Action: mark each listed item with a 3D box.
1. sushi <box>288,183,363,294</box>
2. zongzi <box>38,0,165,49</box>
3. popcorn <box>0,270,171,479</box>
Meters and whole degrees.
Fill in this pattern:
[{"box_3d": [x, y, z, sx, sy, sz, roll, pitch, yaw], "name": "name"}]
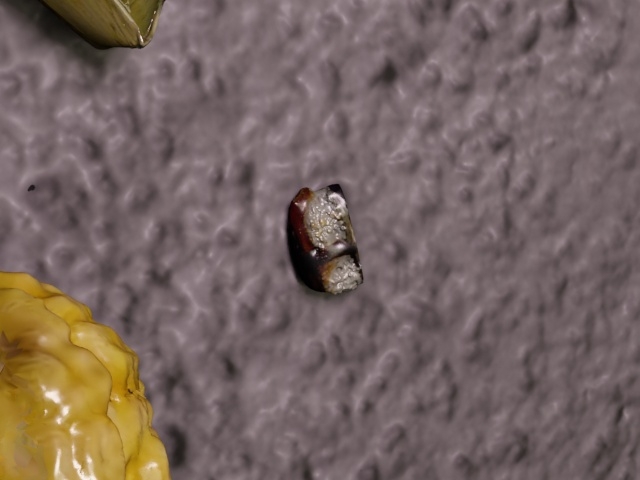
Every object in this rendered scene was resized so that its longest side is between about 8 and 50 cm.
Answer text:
[{"box_3d": [0.000, 0.000, 1.109, 0.046, 0.044, 0.083, -16, 108, -6], "name": "sushi"}, {"box_3d": [-0.146, -0.251, 0.926, 0.205, 0.094, 0.204, 38, 76, -32], "name": "zongzi"}, {"box_3d": [-0.200, 0.147, 0.899, 0.190, 0.250, 0.250, 21, 89, -43], "name": "popcorn"}]
